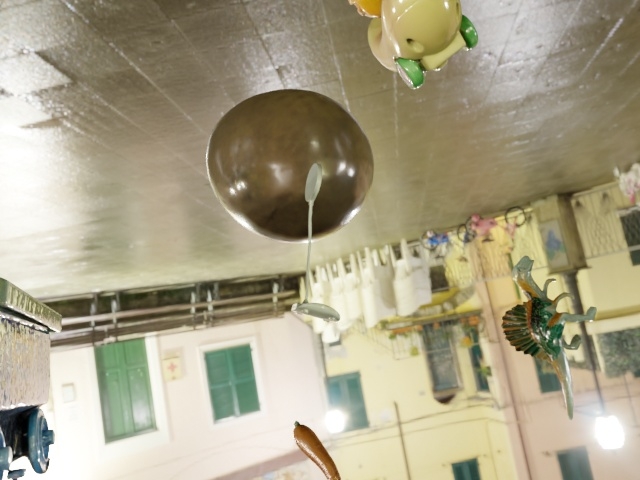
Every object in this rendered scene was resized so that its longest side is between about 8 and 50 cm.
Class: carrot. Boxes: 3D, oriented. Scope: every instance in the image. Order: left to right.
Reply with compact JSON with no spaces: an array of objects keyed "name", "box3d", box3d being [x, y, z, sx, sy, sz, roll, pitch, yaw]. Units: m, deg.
[{"name":"carrot","box3d":[-0.002,0.344,0.889,0.035,0.142,0.035,-30,148,-21]}]

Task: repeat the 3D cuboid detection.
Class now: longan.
[{"name":"longan","box3d":[-0.045,-0.114,0.887,0.257,0.258,0.258,-10,171,-2]}]

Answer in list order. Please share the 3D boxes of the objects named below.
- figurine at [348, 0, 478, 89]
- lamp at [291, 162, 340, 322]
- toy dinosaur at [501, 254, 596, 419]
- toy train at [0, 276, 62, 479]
[{"name":"figurine","box3d":[0.124,-0.370,0.910,0.124,0.222,0.324,-38,-163,5]},{"name":"lamp","box3d":[0.000,0.000,0.690,0.056,0.199,0.050,9,162,-15]},{"name":"toy dinosaur","box3d":[0.278,0.116,0.703,0.106,0.188,0.044,15,172,3]},{"name":"toy train","box3d":[-0.340,0.144,0.544,0.131,0.202,0.299,-1,167,-16]}]
